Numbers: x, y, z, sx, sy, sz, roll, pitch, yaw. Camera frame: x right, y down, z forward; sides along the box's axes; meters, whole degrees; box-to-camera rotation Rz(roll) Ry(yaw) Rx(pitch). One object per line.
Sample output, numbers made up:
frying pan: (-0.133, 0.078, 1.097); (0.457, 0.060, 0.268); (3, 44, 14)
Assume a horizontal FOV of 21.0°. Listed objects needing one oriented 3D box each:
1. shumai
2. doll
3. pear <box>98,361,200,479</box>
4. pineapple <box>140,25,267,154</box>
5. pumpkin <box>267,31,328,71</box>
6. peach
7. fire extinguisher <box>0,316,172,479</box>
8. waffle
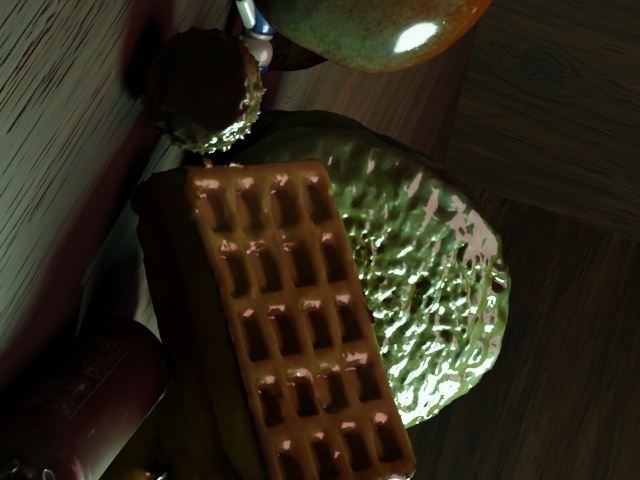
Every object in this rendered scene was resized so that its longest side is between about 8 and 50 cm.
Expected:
shumai: (0.000, 0.000, 1.886); (0.324, 0.397, 0.323); (-53, -152, 15)
doll: (-0.058, -0.214, 1.684); (0.099, 0.057, 0.143); (-6, 117, -58)
pear: (-0.149, 0.210, 1.639); (0.178, 0.267, 0.267); (15, 94, -59)
pineapple: (-0.098, -0.120, 1.479); (0.198, 0.108, 0.108); (97, 12, -85)
pumpkin: (-0.005, -0.228, 1.847); (0.278, 0.111, 0.163); (80, 35, -77)
peach: (0.046, -0.274, 1.562); (0.252, 0.252, 0.252); (19, 90, -82)
fire extinguisher: (-0.212, 0.158, 1.396); (0.269, 0.105, 0.105); (-56, 163, -64)
waffle: (-0.043, 0.088, 1.566); (0.224, 0.098, 0.328); (-6, 76, -52)
